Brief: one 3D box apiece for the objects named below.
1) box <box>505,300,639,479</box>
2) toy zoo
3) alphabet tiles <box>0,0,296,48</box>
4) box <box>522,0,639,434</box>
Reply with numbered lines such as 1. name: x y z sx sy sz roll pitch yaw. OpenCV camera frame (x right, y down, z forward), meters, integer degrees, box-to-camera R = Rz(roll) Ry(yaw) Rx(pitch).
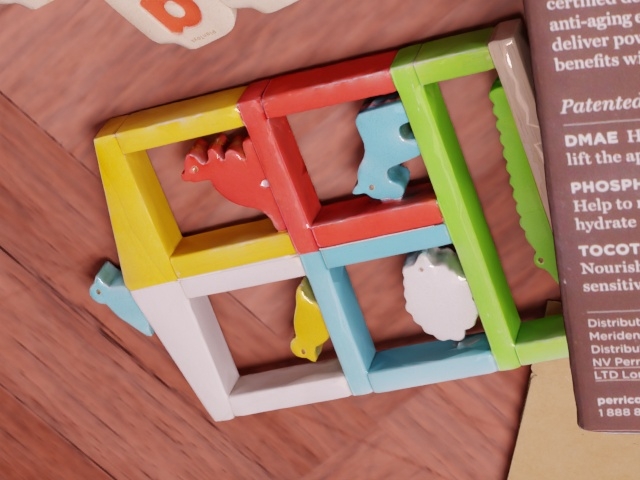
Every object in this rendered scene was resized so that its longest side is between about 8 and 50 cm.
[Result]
1. box: 0.214 0.125 1.137 0.201 0.021 0.164 12 124 5
2. toy zoo: 0.000 0.000 1.085 0.293 0.030 0.192 -11 115 21
3. alphabet tiles: -0.105 -0.203 0.939 0.284 0.021 0.278 -21 133 38
4. box: 0.169 -0.115 0.889 0.143 0.191 0.381 -1 121 14
